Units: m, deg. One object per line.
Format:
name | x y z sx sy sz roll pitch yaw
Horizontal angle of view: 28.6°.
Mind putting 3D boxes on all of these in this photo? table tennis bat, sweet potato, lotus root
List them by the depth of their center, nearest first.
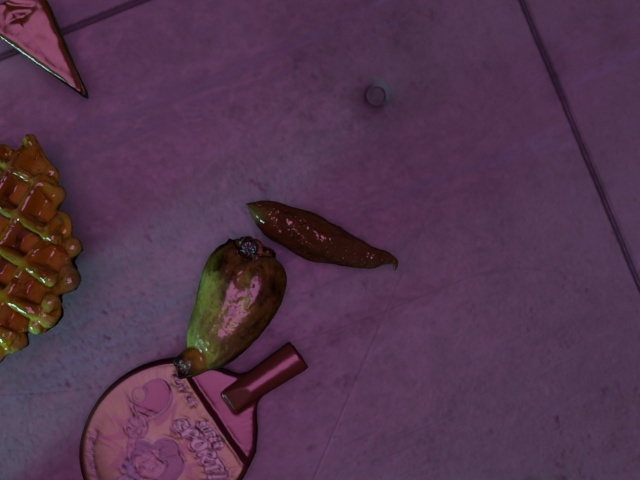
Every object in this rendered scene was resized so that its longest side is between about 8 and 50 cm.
lotus root | -0.114 0.088 1.525 0.108 0.094 0.191 24 85 37
sweet potato | 0.000 0.000 1.556 0.205 0.068 0.060 19 105 -12
table tennis bat | -0.154 0.227 1.557 0.310 0.038 0.200 -34 93 -1

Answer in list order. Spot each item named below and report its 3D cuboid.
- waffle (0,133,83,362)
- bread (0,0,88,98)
waffle | -0.415 0.019 1.471 0.300 0.058 0.282 -39 64 6
bread | -0.347 -0.223 1.518 0.084 0.074 0.139 -24 94 -5
